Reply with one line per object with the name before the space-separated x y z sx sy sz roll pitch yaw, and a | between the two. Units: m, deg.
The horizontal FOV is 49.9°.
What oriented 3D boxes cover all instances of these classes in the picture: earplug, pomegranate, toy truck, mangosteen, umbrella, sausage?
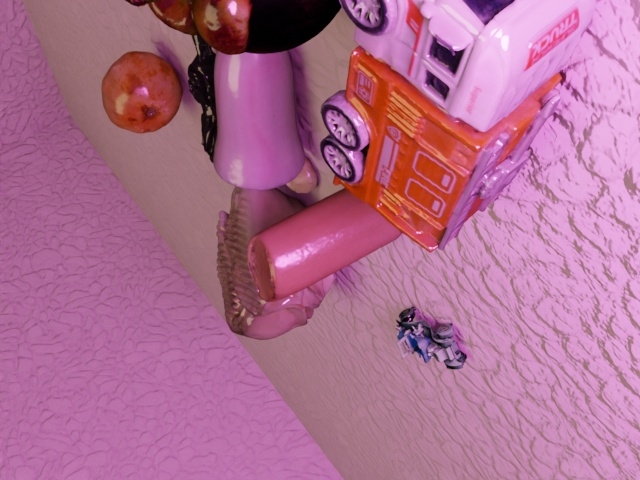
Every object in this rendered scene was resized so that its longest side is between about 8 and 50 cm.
earplug | -0.113 -0.253 1.181 0.172 0.172 0.301 44 150 33
pomegranate | -0.445 -0.367 1.706 0.207 0.207 0.207 48 158 26
toy truck | 0.133 -0.152 0.718 0.207 0.173 0.387 44 160 17
toy truck | 0.185 0.184 1.232 0.154 0.078 0.080 19 139 60
mangosteen | -0.108 -0.337 0.799 0.275 0.302 0.274 31 141 29
umbrella | -0.221 -0.311 1.436 0.118 0.118 0.339 34 140 49
sausage | 0.000 0.000 1.136 0.123 0.253 0.123 53 162 26

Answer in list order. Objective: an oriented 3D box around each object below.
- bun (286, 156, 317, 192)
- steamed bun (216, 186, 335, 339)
bun | -0.046 -0.127 1.340 0.086 0.055 0.086 47 159 25
steamed bun | -0.091 0.041 1.487 0.309 0.220 0.324 130 132 -55
